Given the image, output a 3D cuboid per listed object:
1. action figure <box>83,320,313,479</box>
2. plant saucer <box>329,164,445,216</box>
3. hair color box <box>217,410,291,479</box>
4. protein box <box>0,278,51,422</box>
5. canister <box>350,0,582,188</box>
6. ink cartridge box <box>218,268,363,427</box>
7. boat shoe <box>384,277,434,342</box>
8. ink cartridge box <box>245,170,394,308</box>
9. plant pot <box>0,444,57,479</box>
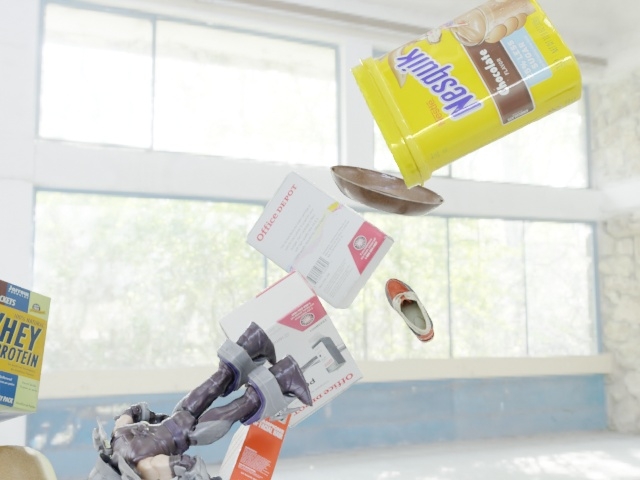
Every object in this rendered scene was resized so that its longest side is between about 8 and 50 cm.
[{"bbox_3d":[-0.153,0.222,0.883,0.285,0.099,0.185,-32,42,-24],"label":"action figure"},{"bbox_3d":[0.107,-0.079,1.232,0.198,0.036,0.199,14,15,-4],"label":"plant saucer"},{"bbox_3d":[-0.094,0.290,0.935,0.053,0.093,0.167,29,31,-6],"label":"hair color box"},{"bbox_3d":[-0.576,0.192,1.231,0.199,0.201,0.136,-20,-32,29],"label":"protein box"},{"bbox_3d":[0.127,-0.139,0.660,0.169,0.126,0.073,-26,-27,7],"label":"canister"},{"bbox_3d":[-0.045,0.183,1.234,0.158,0.218,0.092,-34,38,-7],"label":"ink cartridge box"},{"bbox_3d":[0.148,0.112,1.256,0.049,0.137,0.043,-32,-36,1],"label":"boat shoe"},{"bbox_3d":[0.000,0.000,1.896,0.306,0.226,0.131,37,6,18],"label":"ink cartridge box"},{"bbox_3d":[-0.451,0.473,1.078,0.237,0.237,0.254,7,21,-47],"label":"plant pot"}]
